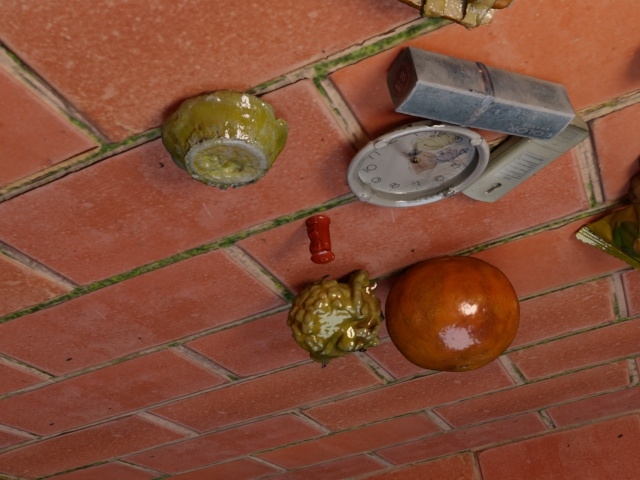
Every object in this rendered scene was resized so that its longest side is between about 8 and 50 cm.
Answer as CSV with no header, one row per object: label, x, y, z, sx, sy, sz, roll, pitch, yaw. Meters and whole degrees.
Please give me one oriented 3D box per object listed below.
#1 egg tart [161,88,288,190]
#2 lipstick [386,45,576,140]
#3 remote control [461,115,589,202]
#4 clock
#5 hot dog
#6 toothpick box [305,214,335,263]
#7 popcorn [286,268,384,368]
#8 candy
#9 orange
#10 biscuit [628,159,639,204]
egg tart,-0.144,-0.139,1.124,0.197,0.078,0.197,-5,148,-3
lipstick,0.239,-0.208,1.106,0.289,0.076,0.077,7,145,-25
remote control,0.340,-0.139,1.288,0.098,0.038,0.233,13,144,-32
clock,0.155,-0.131,1.237,0.236,0.053,0.236,-5,151,-3
hot dog,0.125,-0.321,0.892,0.269,0.072,0.109,8,143,-29
toothpick box,0.000,0.000,1.388,0.047,0.083,0.047,-6,149,-3
popcorn,0.037,0.164,1.592,0.189,0.170,0.218,-18,155,18
candy,0.637,-0.005,1.458,0.187,0.081,0.297,32,163,-6
orange,0.277,0.158,1.596,0.283,0.226,0.284,-3,152,-1
biscuit,0.686,-0.154,1.351,0.183,0.047,0.319,17,140,-41
